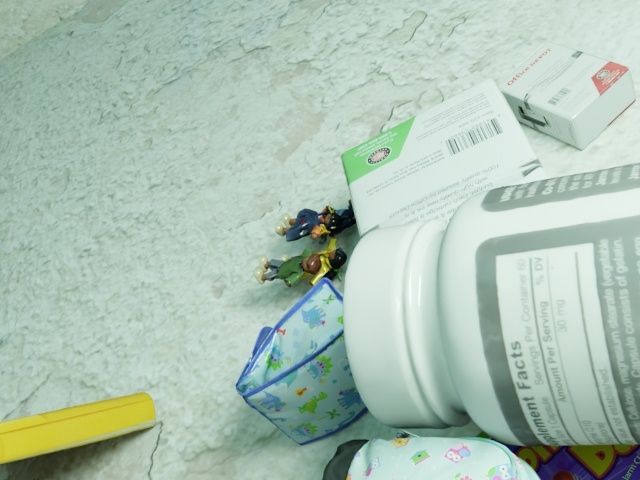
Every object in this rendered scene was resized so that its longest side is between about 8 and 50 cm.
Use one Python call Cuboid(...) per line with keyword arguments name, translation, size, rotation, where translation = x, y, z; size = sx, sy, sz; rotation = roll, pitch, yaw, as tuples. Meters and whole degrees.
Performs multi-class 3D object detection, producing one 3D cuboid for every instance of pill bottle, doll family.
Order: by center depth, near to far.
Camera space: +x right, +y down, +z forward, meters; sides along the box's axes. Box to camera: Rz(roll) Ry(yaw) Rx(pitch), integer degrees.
Cuboid(name="pill bottle", translation=(0.213, 0.048, 0.562), size=(0.361, 0.204, 0.204), rotation=(-9, 48, 29))
Cuboid(name="doll family", translation=(0.000, 0.000, 0.986), size=(0.111, 0.076, 0.193), rotation=(-10, 44, 35))

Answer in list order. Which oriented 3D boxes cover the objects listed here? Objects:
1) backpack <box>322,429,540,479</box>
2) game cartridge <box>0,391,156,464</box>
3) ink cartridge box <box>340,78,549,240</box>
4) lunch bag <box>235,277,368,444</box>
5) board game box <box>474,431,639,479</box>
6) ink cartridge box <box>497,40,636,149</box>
Cuboid(name="backpack", translation=(0.084, 0.216, 0.566), size=(0.182, 0.115, 0.152), rotation=(-8, 48, 31))
Cuboid(name="game cartridge", translation=(-0.402, 0.240, 0.881), size=(0.285, 0.323, 0.053), rotation=(-16, 78, 22))
Cuboid(name="ink cartridge box", translation=(0.157, -0.020, 0.852), size=(0.211, 0.121, 0.289), rotation=(-25, 42, 14))
Cuboid(name="lunch bag", translation=(-0.002, 0.139, 0.812), size=(0.151, 0.129, 0.096), rotation=(-45, 40, -6))
Cuboid(name="board game box", translation=(0.210, 0.245, 0.599), size=(0.347, 0.078, 0.233), rotation=(-37, 40, 1))
Cuboid(name="ink cartridge box", translation=(0.307, -0.185, 0.951), size=(0.099, 0.056, 0.135), rotation=(-42, 41, -6))
